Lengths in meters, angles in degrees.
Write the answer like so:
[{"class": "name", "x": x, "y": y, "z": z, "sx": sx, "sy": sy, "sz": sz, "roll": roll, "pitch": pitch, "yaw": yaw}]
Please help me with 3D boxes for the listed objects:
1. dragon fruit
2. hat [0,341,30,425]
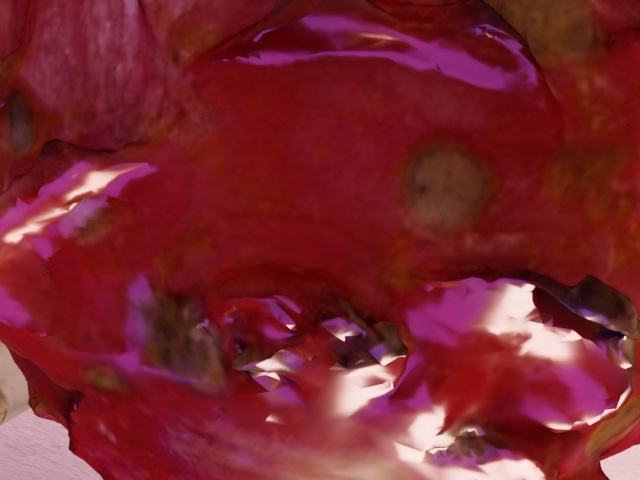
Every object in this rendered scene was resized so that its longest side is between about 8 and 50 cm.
[{"class": "dragon fruit", "x": 0.000, "y": 0.000, "z": 0.716, "sx": 0.386, "sy": 0.249, "sz": 0.371, "roll": 15, "pitch": 158, "yaw": -6}, {"class": "hat", "x": -0.276, "y": -0.035, "z": 1.039, "sx": 0.258, "sy": 0.168, "sz": 0.301, "roll": 28, "pitch": 148, "yaw": 33}]
